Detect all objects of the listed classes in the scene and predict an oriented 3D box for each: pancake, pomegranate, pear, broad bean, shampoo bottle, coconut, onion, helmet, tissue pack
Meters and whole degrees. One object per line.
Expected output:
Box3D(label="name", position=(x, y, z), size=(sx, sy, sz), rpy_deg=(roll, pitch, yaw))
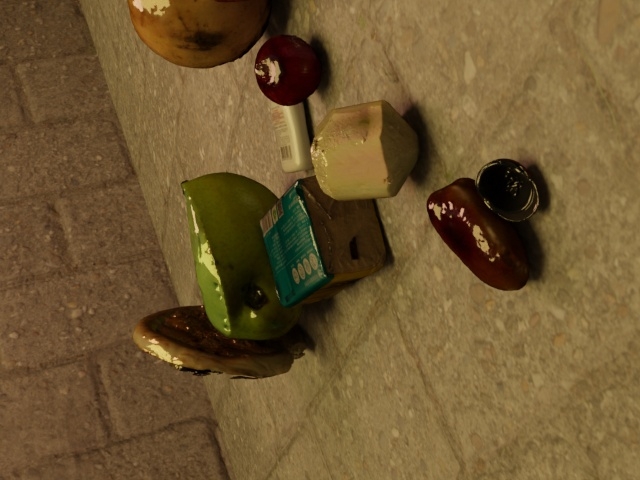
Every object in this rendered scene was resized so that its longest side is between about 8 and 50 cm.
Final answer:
Box3D(label="pancake", position=(-0.209, 0.215, 1.914), size=(0.382, 0.382, 0.071), rpy_deg=(-146, 60, -61))
Box3D(label="pomegranate", position=(-0.236, -0.490, 1.657), size=(0.322, 0.322, 0.322), rpy_deg=(167, 90, -69))
Box3D(label="pear", position=(-0.139, 0.061, 1.782), size=(0.318, 0.239, 0.342), rpy_deg=(-119, 18, -45))
Box3D(label="broad bean", position=(0.205, -0.006, 1.103), size=(0.114, 0.084, 0.165), rpy_deg=(48, -173, -50))
Box3D(label="shampoo bottle", position=(-0.062, -0.243, 1.692), size=(0.108, 0.051, 0.220), rpy_deg=(-175, 74, -69))
Box3D(label="coconut", position=(0.073, -0.132, 1.295), size=(0.147, 0.153, 0.147), rpy_deg=(-5, -90, -71))
Box3D(label="onion", position=(-0.061, -0.304, 1.555), size=(0.131, 0.131, 0.131), rpy_deg=(167, 90, -69))
Box3D(label="helmet", position=(0.231, -0.064, 1.054), size=(0.084, 0.049, 0.065), rpy_deg=(49, 118, 5))
Box3D(label="tissue pack", position=(0.000, 0.000, 1.561), size=(0.271, 0.134, 0.192), rpy_deg=(143, 112, -67))

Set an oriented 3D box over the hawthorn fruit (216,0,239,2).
Box3D(label="hawthorn fruit", position=(-0.124, -0.514, 1.421), size=(0.258, 0.262, 0.258), rpy_deg=(45, -177, -3))
